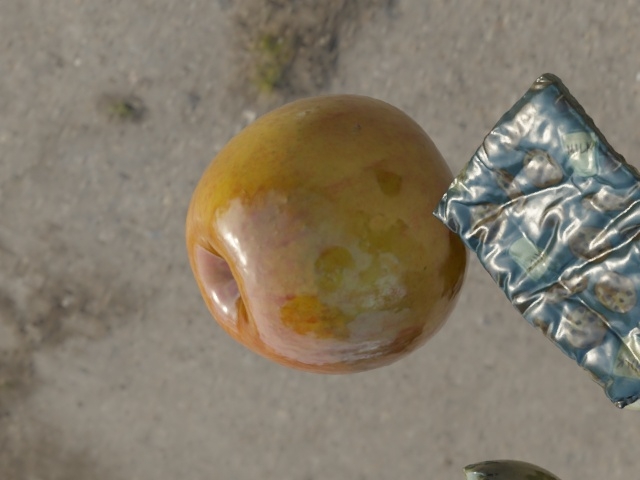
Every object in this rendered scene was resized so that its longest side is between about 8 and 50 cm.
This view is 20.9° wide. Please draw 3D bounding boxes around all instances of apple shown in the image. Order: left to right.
[{"bbox_3d":[0.000,0.000,1.767,0.299,0.275,0.299,30,131,42],"label":"apple"}]

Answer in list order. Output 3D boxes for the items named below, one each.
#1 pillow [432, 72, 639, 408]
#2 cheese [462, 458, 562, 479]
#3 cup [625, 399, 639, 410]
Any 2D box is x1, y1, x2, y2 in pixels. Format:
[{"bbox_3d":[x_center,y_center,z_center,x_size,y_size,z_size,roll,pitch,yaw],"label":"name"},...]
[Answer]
[{"bbox_3d":[0.223,0.005,1.473,0.255,0.034,0.189,47,129,15],"label":"pillow"},{"bbox_3d":[0.218,0.334,1.954,0.175,0.091,0.203,-21,113,-1],"label":"cheese"},{"bbox_3d":[0.389,0.092,1.949,0.255,0.202,0.173,-17,143,43],"label":"cup"}]
